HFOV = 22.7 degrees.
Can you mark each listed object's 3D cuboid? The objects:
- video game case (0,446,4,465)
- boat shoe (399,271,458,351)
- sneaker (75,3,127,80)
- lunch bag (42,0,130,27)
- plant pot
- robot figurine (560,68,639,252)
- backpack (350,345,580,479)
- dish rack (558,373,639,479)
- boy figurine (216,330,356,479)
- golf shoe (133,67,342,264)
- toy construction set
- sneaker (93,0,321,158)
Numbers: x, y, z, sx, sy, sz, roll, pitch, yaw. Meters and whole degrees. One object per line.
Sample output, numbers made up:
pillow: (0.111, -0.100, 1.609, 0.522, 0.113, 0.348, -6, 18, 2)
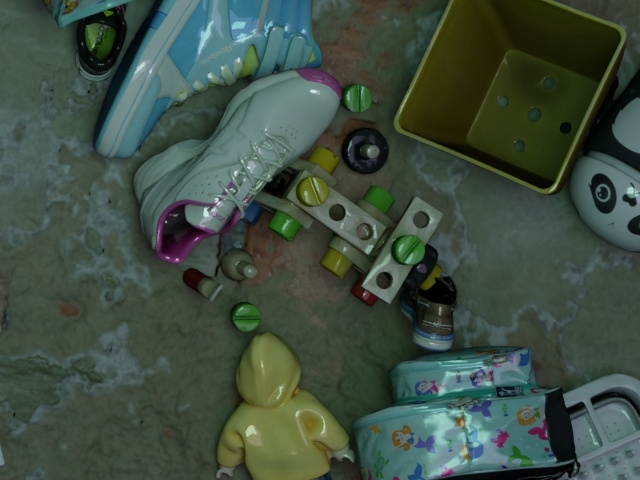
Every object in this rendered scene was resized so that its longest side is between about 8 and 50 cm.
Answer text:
video game case: (-0.447, 0.243, 1.906, 0.122, 0.011, 0.087, -15, 100, -14)
boat shoe: (0.141, 0.073, 1.961, 0.066, 0.183, 0.066, 10, 108, -9)
sneaker: (-0.252, -0.271, 1.865, 0.063, 0.075, 0.170, 6, 95, -16)
lunch bag: (-0.228, -0.392, 1.782, 0.262, 0.160, 0.223, -26, 64, -18)
plant pot: (0.244, -0.174, 1.938, 0.212, 0.187, 0.212, 25, 90, 19)
robot figurine: (0.437, -0.117, 2.027, 0.173, 0.209, 0.278, 40, 84, -39)
backpack: (0.162, 0.228, 1.932, 0.253, 0.225, 0.191, -15, 83, -5)
dish rack: (0.354, 0.367, 2.066, 0.285, 0.072, 0.333, -22, 76, -13)
boy figurine: (-0.052, 0.252, 1.978, 0.177, 0.092, 0.285, -15, 98, 13)
golf shoe: (-0.091, -0.080, 1.835, 0.306, 0.140, 0.115, -35, 130, 30)
toy construction set: (0.000, 0.000, 1.886, 0.309, 0.237, 0.257, -32, 104, -10)
sneaker: (-0.119, -0.203, 1.887, 0.208, 0.127, 0.319, 30, 89, -16)
